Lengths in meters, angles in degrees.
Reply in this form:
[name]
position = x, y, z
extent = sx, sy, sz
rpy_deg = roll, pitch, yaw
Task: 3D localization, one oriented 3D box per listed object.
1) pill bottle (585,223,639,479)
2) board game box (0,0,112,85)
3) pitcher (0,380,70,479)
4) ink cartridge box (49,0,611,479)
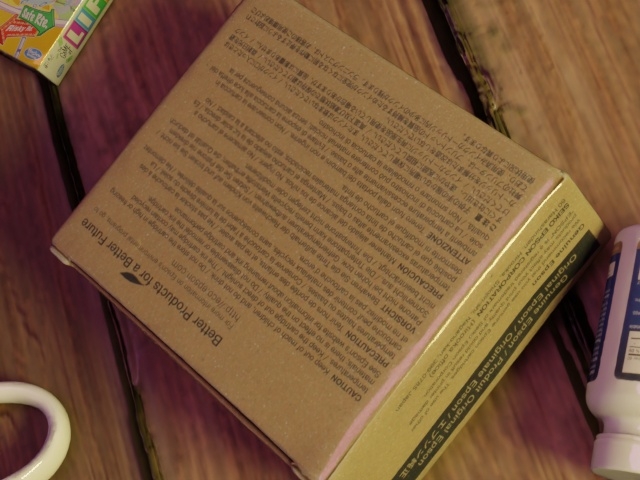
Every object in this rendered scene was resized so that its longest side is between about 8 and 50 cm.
[pill bottle]
position = 0.165, 0.057, 0.731
extent = 0.067, 0.067, 0.120
rpy_deg = 7, 74, 25
[board game box]
position = -0.204, -0.178, 0.996
extent = 0.154, 0.026, 0.103
rpy_deg = 28, 84, 29
[pitcher]
position = -0.259, 0.142, 0.862
extent = 0.207, 0.125, 0.178
rpy_deg = 13, 56, 16
[ink cartridge box]
position = 0.000, 0.000, 0.801
extent = 0.234, 0.088, 0.193
rpy_deg = 38, 89, 35
